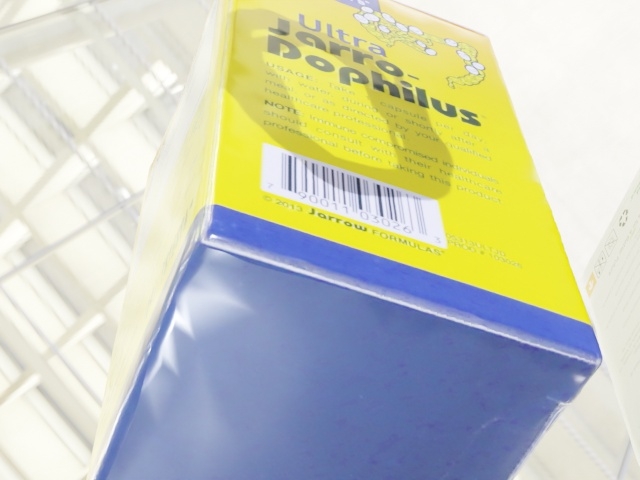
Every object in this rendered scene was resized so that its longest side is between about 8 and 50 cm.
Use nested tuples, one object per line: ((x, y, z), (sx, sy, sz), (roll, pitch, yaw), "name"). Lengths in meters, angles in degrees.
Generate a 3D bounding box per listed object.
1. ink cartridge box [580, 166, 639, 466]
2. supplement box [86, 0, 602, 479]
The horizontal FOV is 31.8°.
((0.291, 0.000, 0.769), (0.072, 0.307, 0.304), (16, -60, -11), "ink cartridge box")
((0.000, 0.000, 0.663), (0.195, 0.356, 0.194), (18, -58, -13), "supplement box")
